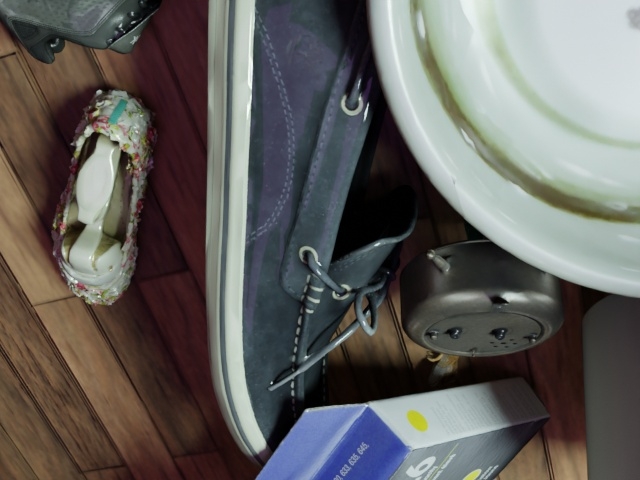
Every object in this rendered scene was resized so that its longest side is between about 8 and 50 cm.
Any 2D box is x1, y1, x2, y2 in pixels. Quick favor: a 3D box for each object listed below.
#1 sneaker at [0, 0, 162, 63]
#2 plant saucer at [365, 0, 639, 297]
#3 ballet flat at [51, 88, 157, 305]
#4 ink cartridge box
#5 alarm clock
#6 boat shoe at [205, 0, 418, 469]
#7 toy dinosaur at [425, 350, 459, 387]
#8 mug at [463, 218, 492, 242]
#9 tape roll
[{"bbox_3d":[-0.152,-0.204,0.546,0.234,0.078,0.106,-16,123,15],"label":"sneaker"},{"bbox_3d":[0.231,-0.162,0.429,0.400,0.100,0.400,3,112,8],"label":"plant saucer"},{"bbox_3d":[-0.209,-0.023,0.651,0.091,0.077,0.241,14,121,-5],"label":"ballet flat"},{"bbox_3d":[0.049,0.270,0.718,0.307,0.072,0.304,1,131,-42],"label":"ink cartridge box"},{"bbox_3d":[0.130,0.062,0.592,0.129,0.064,0.192,1,154,1],"label":"alarm clock"},{"bbox_3d":[0.000,0.000,0.591,0.156,0.187,0.500,7,115,7],"label":"boat shoe"},{"bbox_3d":[0.147,0.060,0.691,0.112,0.064,0.211,15,131,-19],"label":"toy dinosaur"},{"bbox_3d":[0.174,-0.050,0.584,0.097,0.129,0.158,-1,157,1],"label":"mug"},{"bbox_3d":[0.352,0.147,0.596,0.246,0.169,0.246,7,154,3],"label":"tape roll"}]
